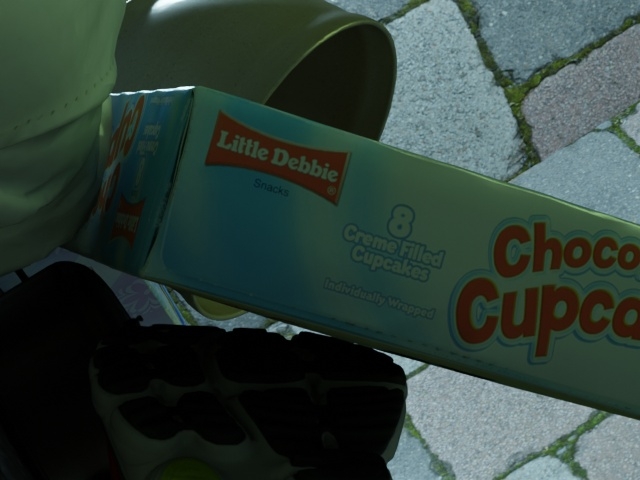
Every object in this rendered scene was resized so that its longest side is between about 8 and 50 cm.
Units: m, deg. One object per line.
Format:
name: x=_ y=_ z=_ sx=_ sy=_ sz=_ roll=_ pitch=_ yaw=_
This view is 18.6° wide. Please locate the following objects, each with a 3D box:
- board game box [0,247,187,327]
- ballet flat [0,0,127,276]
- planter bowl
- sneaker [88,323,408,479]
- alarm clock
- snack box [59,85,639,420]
board game box: x=-0.189 y=-0.082 z=1.069 sx=0.318 sy=0.066 sz=0.318 roll=57 pitch=-3 yaw=28
ballet flat: x=-0.119 y=-0.051 z=0.619 sx=0.139 sy=0.139 sz=0.400 roll=59 pitch=-4 yaw=-13
planter bowl: x=-0.053 y=-0.058 z=0.944 sx=0.109 sy=0.162 sz=0.162 roll=32 pitch=-12 yaw=20
sneaker: x=-0.025 y=0.111 z=0.613 sx=0.279 sy=0.107 sz=0.118 roll=-101 pitch=-163 yaw=-67
alarm clock: x=-0.091 y=0.058 z=0.779 sx=0.192 sy=0.064 sz=0.129 roll=52 pitch=-6 yaw=40
snack box: x=0.000 y=0.000 z=0.694 sx=0.187 sy=0.060 sz=0.322 roll=16 pitch=-1 yaw=-17
